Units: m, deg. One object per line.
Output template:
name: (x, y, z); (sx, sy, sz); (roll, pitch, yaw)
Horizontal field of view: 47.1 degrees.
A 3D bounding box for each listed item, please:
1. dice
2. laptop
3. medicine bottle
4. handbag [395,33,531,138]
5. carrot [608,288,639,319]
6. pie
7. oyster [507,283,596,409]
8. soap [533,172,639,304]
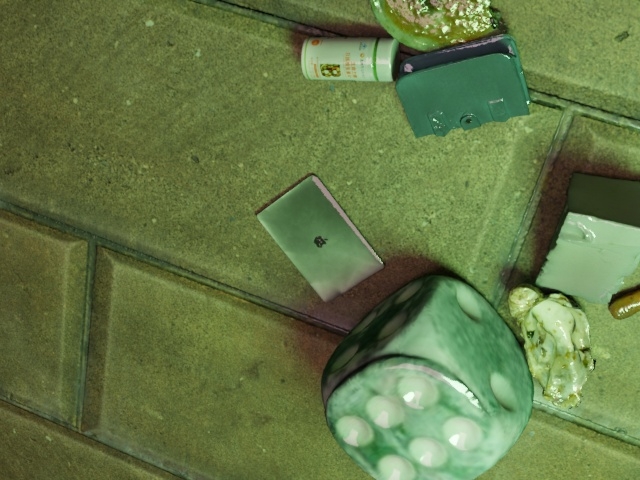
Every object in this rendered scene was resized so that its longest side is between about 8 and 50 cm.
dice: (0.220, 0.299, 1.536); (0.330, 0.348, 0.328); (48, 121, -4)
laptop: (0.000, 0.000, 1.671); (0.187, 0.015, 0.269); (-34, 98, 29)
medicine bottle: (0.059, -0.358, 1.448); (0.183, 0.086, 0.086); (5, 115, 18)
handbag: (0.270, -0.280, 1.391); (0.229, 0.062, 0.179); (-8, 134, 24)
carrot: (0.666, 0.103, 1.462); (0.191, 0.047, 0.047); (-33, 99, 23)
pie: (0.223, -0.469, 1.315); (0.302, 0.067, 0.303); (8, 130, 10)
oyster: (0.474, 0.217, 1.529); (0.166, 0.094, 0.295); (-14, 105, -16)
soap: (0.501, 0.043, 1.369); (0.158, 0.258, 0.302); (14, 118, 13)
